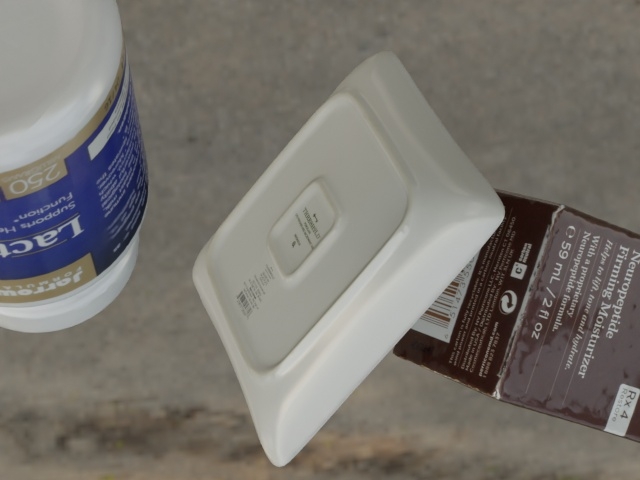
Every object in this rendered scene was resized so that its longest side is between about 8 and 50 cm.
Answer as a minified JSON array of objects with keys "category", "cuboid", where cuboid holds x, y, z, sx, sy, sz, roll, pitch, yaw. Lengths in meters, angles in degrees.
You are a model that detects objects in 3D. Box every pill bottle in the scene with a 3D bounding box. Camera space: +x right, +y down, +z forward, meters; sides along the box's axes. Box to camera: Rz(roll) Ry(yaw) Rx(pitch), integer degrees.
[{"category":"pill bottle","cuboid":[-0.176,-0.053,0.969,0.153,0.153,0.264,-6,156,-3]}]

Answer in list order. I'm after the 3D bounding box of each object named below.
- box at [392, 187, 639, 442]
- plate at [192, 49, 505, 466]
[{"category":"box","cuboid":[0.205,0.063,1.469,0.203,0.168,0.167,19,179,-30]},{"category":"plate","cuboid":[0.000,0.000,1.391,0.045,0.277,0.278,30,109,-34]}]
